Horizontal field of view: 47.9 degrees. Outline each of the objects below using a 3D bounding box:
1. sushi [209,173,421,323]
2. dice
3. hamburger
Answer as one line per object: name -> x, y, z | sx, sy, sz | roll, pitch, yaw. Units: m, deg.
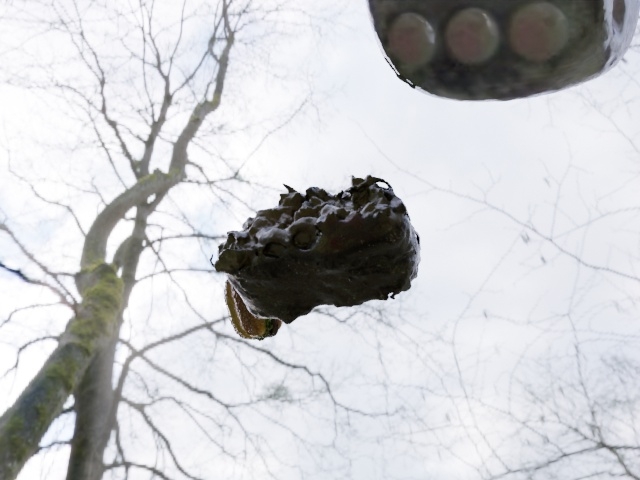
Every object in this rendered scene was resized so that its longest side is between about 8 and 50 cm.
sushi -> 0.000, 0.000, 0.784 | 0.213, 0.147, 0.114 | -11, -58, 18
dice -> 0.217, -0.334, 0.840 | 0.270, 0.271, 0.270 | 5, -53, 32
hamburger -> -0.143, 0.125, 1.474 | 0.087, 0.165, 0.137 | -12, -8, -34
